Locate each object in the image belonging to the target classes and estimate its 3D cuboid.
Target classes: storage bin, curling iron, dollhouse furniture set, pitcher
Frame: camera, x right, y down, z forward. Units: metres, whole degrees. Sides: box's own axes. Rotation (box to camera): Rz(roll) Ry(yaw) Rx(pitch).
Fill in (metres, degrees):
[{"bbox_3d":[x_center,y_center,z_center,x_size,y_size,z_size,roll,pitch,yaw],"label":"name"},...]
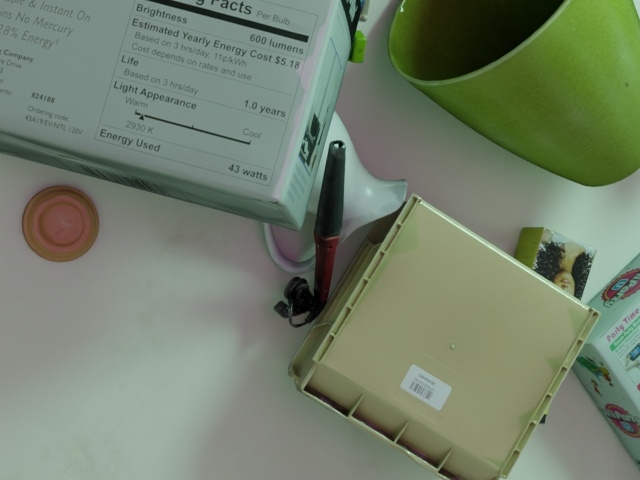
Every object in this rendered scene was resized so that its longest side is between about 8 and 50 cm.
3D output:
[{"bbox_3d":[0.138,0.121,1.495,0.262,0.123,0.260,33,82,-7],"label":"storage bin"},{"bbox_3d":[0.000,0.000,1.422,0.035,0.274,0.068,38,48,22],"label":"curling iron"},{"bbox_3d":[0.010,-0.244,1.473,0.076,0.058,0.151,-2,117,-22],"label":"dollhouse furniture set"},{"bbox_3d":[-0.033,-0.073,1.465,0.178,0.125,0.207,-43,107,13],"label":"pitcher"}]

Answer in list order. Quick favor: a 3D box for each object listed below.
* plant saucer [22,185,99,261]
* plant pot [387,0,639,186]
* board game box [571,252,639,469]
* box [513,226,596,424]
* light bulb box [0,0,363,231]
[{"bbox_3d":[-0.282,-0.018,1.414,0.083,0.013,0.083,-1,91,-21],"label":"plant saucer"},{"bbox_3d":[0.276,-0.203,1.526,0.293,0.275,0.274,41,76,-34],"label":"plant pot"},{"bbox_3d":[0.474,0.174,1.681,0.224,0.097,0.303,-40,106,-18],"label":"board game box"},{"bbox_3d":[0.264,0.105,1.614,0.087,0.058,0.232,19,84,-21],"label":"box"},{"bbox_3d":[-0.147,-0.235,1.287,0.358,0.225,0.361,15,85,5],"label":"light bulb box"}]
